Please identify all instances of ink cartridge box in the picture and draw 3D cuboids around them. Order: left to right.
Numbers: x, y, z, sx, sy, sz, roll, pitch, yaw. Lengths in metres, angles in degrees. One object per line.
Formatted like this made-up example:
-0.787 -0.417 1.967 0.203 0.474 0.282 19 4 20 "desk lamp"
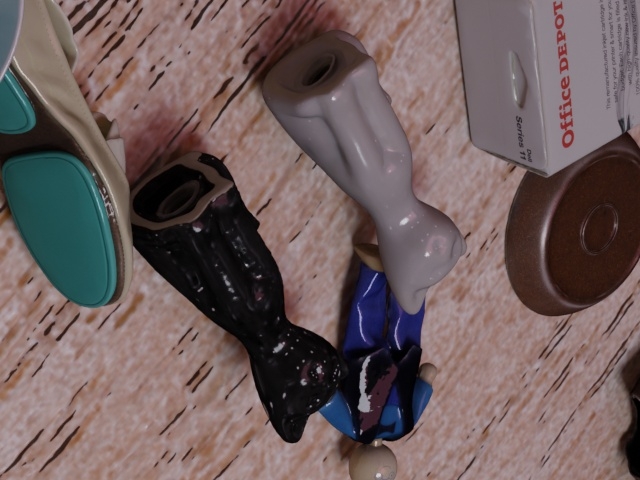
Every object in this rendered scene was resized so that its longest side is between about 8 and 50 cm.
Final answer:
0.205 -0.162 1.308 0.208 0.087 0.153 -28 124 -31 "ink cartridge box"

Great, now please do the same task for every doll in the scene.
0.042 0.096 1.298 0.129 0.046 0.189 -7 109 -38 "doll"

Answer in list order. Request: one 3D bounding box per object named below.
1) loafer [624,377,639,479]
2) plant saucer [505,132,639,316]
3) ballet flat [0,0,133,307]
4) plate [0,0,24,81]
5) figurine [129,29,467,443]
0.306 0.197 1.559 0.078 0.080 0.220 -22 120 -19 "loafer"
0.220 -0.013 1.423 0.168 0.029 0.168 -16 116 -35 "plant saucer"
-0.160 -0.073 1.037 0.086 0.086 0.248 -38 127 -24 "ballet flat"
-0.252 -0.133 0.924 0.188 0.024 0.188 -3 109 -10 "plate"
0.000 0.000 1.175 0.215 0.092 0.209 -44 123 -20 "figurine"
